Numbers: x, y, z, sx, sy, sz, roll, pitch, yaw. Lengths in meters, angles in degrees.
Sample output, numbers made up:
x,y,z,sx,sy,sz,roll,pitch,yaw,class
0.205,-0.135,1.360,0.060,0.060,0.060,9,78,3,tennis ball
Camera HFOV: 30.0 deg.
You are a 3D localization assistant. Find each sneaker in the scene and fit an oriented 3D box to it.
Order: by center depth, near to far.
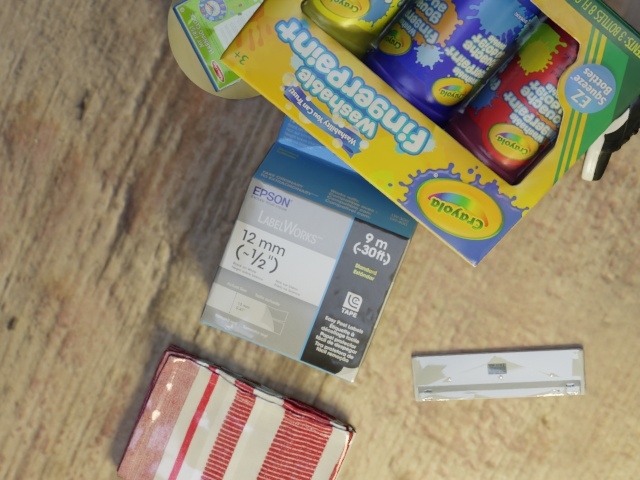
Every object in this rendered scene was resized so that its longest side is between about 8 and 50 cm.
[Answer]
x,y,z,sx,sy,sz,roll,pitch,yaw,class
0.452,-0.172,1.673,0.121,0.079,0.216,19,100,8,sneaker

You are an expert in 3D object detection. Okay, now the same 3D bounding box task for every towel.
x,y,z,sx,sy,sz,roll,pitch,yaw,class
-0.135,0.332,1.872,0.329,0.037,0.237,23,102,5,towel

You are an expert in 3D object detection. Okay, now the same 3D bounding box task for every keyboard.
x,y,z,sx,sy,sz,roll,pitch,yaw,class
0.267,0.203,1.799,0.256,0.014,0.072,-4,93,10,keyboard

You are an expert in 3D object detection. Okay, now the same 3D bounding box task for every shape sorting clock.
x,y,z,sx,sy,sz,roll,pitch,yaw,class
-0.126,-0.313,1.768,0.206,0.040,0.206,2,102,8,shape sorting clock

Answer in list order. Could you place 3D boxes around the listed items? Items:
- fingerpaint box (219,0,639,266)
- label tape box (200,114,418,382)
x,y,z,sx,sy,sz,roll,pitch,yaw,class
0.158,-0.249,1.574,0.445,0.163,0.371,39,108,-9,fingerpaint box
0.000,0.000,1.759,0.249,0.115,0.347,22,103,5,label tape box
